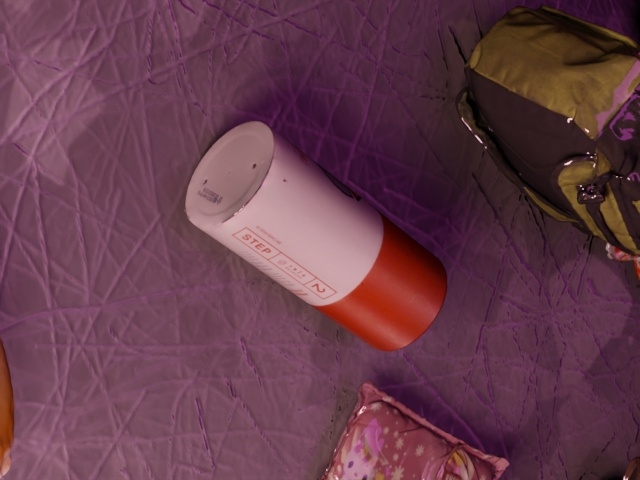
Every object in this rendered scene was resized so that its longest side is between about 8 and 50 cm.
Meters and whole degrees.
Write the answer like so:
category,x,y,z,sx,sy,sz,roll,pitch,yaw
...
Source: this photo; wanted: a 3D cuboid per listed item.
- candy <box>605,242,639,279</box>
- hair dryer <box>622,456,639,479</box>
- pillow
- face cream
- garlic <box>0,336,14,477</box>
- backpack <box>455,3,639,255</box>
category,x,y,z,sx,sy,sz,roll,pitch,yaw
candy,0.373,0.043,1.825,0.292,0.059,0.086,36,63,-35
hair dryer,0.417,0.274,1.583,0.303,0.359,0.120,25,86,2
pillow,0.075,0.202,1.575,0.185,0.043,0.118,34,74,-31
face cream,0.000,0.000,1.480,0.214,0.096,0.096,36,66,-35
garlic,-0.318,0.041,1.134,0.286,0.249,0.313,-3,56,-30
backpack,0.240,-0.081,1.625,0.140,0.207,0.253,-46,129,-7
